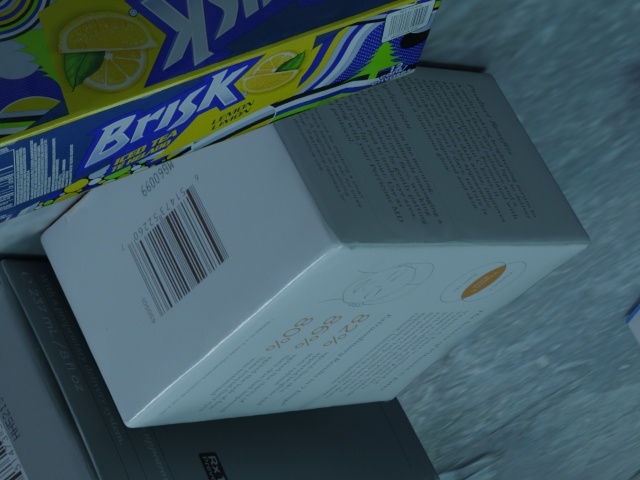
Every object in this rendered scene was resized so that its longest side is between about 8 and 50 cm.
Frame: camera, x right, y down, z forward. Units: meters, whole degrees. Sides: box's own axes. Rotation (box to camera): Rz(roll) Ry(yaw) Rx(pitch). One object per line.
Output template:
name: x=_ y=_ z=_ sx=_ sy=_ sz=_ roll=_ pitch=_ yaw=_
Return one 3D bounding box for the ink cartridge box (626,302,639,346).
ink cartridge box: x=0.293 y=0.047 z=1.286 sx=0.143 sy=0.090 sz=0.092 roll=-20 pitch=159 yaw=-23

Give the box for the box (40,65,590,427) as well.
box: x=0.000 y=0.000 z=0.791 sx=0.130 sy=0.091 sz=0.170 roll=-41 pitch=156 yaw=31

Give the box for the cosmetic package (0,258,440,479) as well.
cosmetic package: x=-0.066 y=0.086 z=0.868 sx=0.107 sy=0.127 sz=0.238 roll=-40 pitch=158 yaw=29

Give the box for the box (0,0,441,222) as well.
box: x=-0.050 y=-0.063 z=0.621 sx=0.169 sy=0.059 sz=0.054 roll=-21 pitch=160 yaw=-19
